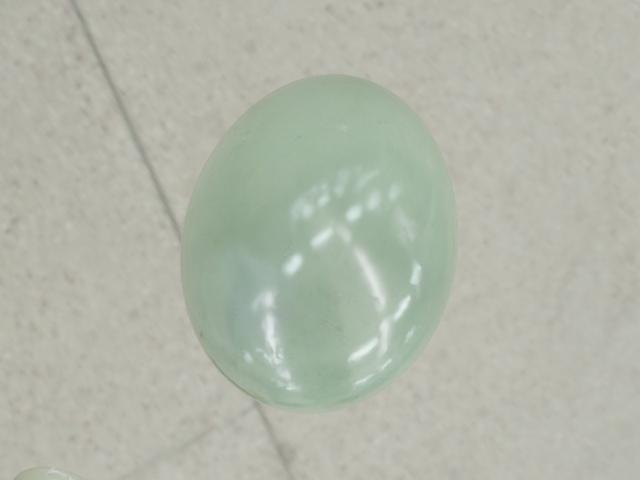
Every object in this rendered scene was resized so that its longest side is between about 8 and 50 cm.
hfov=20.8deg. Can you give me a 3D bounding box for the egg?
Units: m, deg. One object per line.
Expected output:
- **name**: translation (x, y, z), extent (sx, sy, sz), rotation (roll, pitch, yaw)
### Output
- **egg**: translation (0.000, 0.000, 0.947), extent (0.149, 0.149, 0.192), rotation (25, 63, -37)

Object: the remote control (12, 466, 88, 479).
- **remote control**: translation (-0.164, 0.229, 1.296), extent (0.078, 0.221, 0.042), rotation (11, 104, -39)
